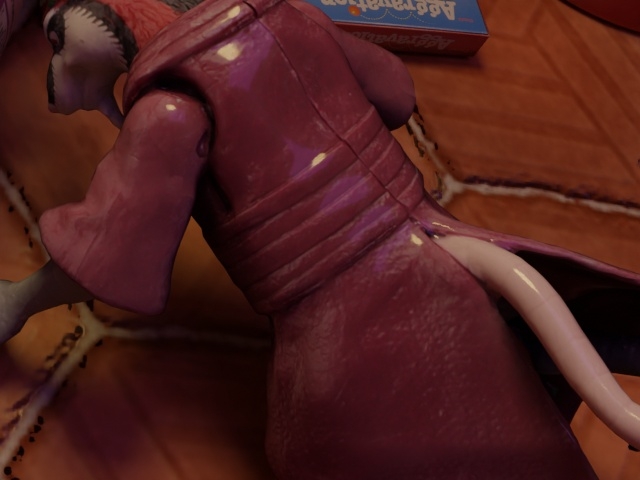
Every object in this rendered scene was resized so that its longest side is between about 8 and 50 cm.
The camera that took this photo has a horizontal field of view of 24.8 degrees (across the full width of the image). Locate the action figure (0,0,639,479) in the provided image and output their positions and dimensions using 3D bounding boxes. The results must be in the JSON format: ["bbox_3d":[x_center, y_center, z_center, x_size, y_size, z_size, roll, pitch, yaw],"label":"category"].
[{"bbox_3d":[0.000,0.000,0.646,0.370,0.276,0.248,50,57,-8],"label":"action figure"}]

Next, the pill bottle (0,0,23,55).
[{"bbox_3d":[-0.245,-0.035,0.592,0.169,0.169,0.301,24,52,-11],"label":"pill bottle"}]

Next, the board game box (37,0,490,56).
[{"bbox_3d":[-0.039,-0.184,0.883,0.281,0.027,0.145,1,58,-26],"label":"board game box"}]

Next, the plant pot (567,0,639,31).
[{"bbox_3d":[0.260,-0.315,0.980,0.275,0.243,0.275,13,54,-19],"label":"plant pot"}]
